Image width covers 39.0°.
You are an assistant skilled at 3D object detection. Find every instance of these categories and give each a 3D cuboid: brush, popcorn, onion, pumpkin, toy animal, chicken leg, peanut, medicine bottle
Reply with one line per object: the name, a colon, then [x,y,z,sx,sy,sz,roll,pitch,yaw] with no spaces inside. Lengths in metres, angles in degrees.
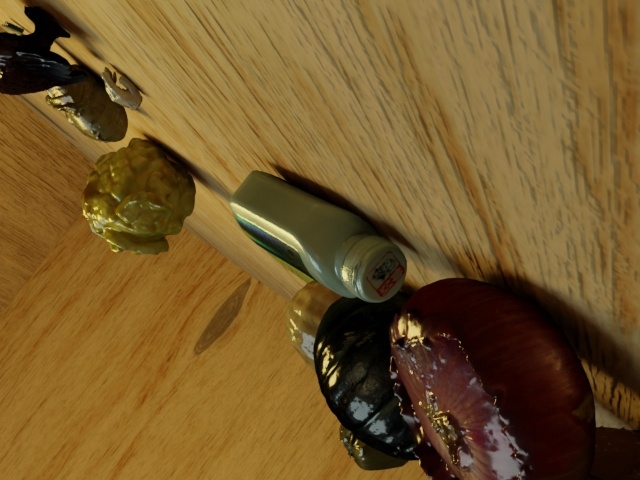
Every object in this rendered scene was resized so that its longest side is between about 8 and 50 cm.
brush: [-0.461,-0.322,1.415,0.084,0.013,0.016,28,176,11]
popcorn: [-0.332,-0.068,1.628,0.181,0.216,0.235,37,-175,-39]
onion: [0.154,0.139,0.823,0.248,0.161,0.248,37,152,24]
pumpkin: [0.098,0.176,1.192,0.250,0.216,0.250,33,-152,-20]
toy animal: [-0.397,-0.217,1.138,0.218,0.180,0.116,29,144,51]
chicken leg: [-0.384,-0.229,1.353,0.228,0.088,0.103,36,-173,-27]
peanut: [0.095,0.178,1.408,0.340,0.158,0.174,34,152,-9]
medicine bottle: [0.000,0.000,0.995,0.229,0.083,0.121,30,168,50]

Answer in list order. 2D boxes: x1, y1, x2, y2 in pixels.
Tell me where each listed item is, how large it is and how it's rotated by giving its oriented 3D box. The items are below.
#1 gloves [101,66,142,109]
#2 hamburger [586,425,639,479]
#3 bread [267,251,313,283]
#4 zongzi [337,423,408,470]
gloves: [-0.258,-0.196,1.187,0.044,0.037,0.081,-16,131,34]
hamburger: [0.273,0.310,0.930,0.261,0.211,0.245,-8,-162,-41]
bread: [-0.050,0.027,1.619,0.228,0.033,0.228,34,172,6]
zongzi: [0.192,0.328,1.557,0.274,0.251,0.125,29,152,40]
